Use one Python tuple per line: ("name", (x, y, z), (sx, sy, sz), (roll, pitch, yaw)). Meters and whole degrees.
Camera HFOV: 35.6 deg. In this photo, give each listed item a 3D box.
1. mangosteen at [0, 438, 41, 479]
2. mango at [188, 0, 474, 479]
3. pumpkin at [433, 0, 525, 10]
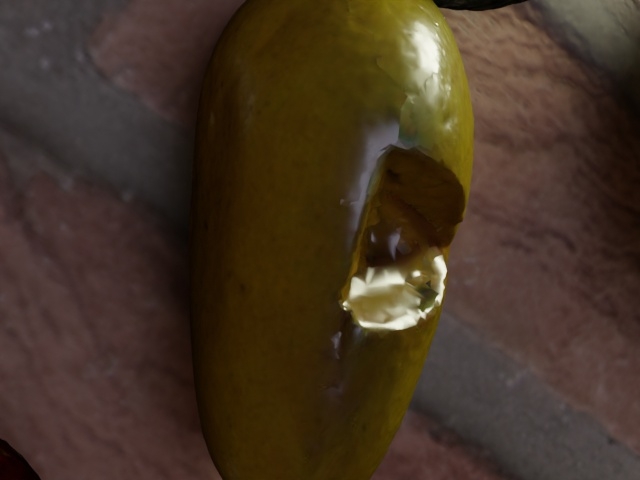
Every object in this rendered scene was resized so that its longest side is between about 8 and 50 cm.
("mangosteen", (-0.184, 0.143, 0.376), (0.146, 0.181, 0.155), (7, 102, 17))
("mango", (0.000, 0.000, 0.475), (0.130, 0.167, 0.261), (7, 93, -13))
("pumpkin", (0.081, -0.224, 0.497), (0.224, 0.157, 0.223), (-9, 108, -31))
